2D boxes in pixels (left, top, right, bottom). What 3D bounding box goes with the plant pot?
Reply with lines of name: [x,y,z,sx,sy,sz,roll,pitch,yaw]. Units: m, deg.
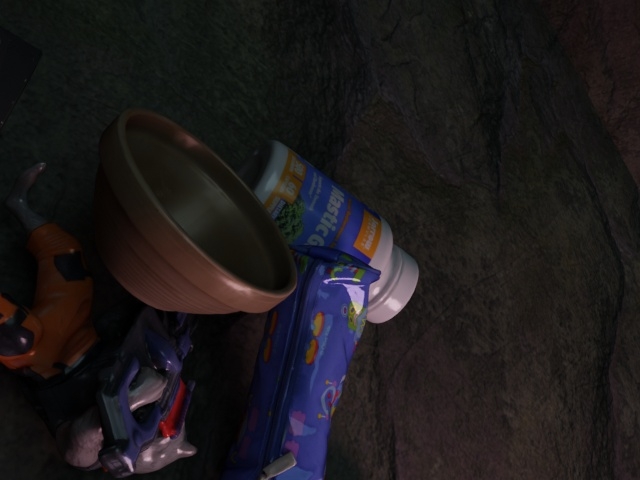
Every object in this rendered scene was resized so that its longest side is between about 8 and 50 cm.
plant pot: [-0.141,-0.008,0.659,0.237,0.110,0.237,45,16,-17]

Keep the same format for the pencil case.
pencil case: [-0.022,0.153,0.740,0.120,0.133,0.305,13,80,9]

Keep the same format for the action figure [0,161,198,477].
action figure: [-0.238,0.091,0.674,0.330,0.179,0.341,56,14,-11]

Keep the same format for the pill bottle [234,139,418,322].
pill bottle: [0.000,0.000,0.896,0.272,0.152,0.152,34,49,-23]

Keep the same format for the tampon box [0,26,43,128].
tampon box: [-0.359,-0.126,0.634,0.102,0.161,0.120,29,50,-28]
